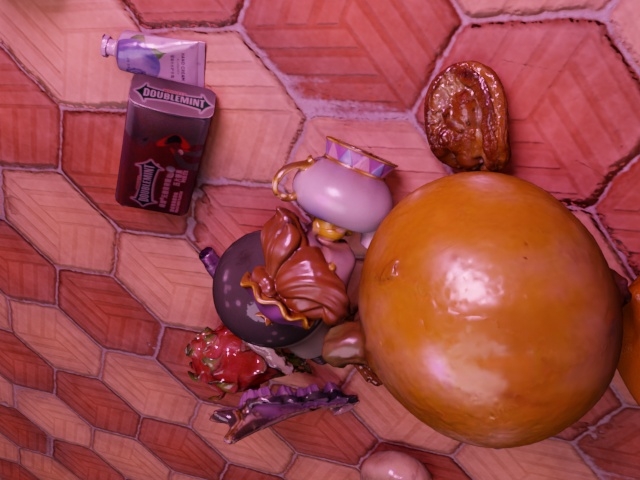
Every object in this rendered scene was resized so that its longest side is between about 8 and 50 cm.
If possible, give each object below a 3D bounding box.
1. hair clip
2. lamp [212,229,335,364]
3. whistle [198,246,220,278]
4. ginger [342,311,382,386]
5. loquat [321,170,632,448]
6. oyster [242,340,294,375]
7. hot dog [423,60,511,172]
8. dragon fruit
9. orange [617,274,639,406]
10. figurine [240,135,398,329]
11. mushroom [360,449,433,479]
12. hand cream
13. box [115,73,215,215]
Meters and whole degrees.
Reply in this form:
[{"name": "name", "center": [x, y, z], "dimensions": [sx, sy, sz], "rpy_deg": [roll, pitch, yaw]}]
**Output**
[{"name": "hair clip", "center": [-0.055, 0.308, 1.308], "dimensions": [0.292, 0.084, 0.106], "rpy_deg": [-3, 147, -30]}, {"name": "lamp", "center": [-0.049, 0.092, 1.147], "dimensions": [0.182, 0.181, 0.314], "rpy_deg": [5, 165, 25]}, {"name": "whistle", "center": [-0.159, 0.084, 1.259], "dimensions": [0.033, 0.033, 0.176], "rpy_deg": [-8, 126, 34]}, {"name": "ginger", "center": [0.094, 0.193, 1.196], "dimensions": [0.162, 0.073, 0.103], "rpy_deg": [30, 139, -2]}, {"name": "loquat", "center": [0.173, 0.085, 0.847], "dimensions": [0.360, 0.328, 0.328], "rpy_deg": [-14, 127, 7]}, {"name": "oyster", "center": [-0.096, 0.183, 1.231], "dimensions": [0.146, 0.045, 0.121], "rpy_deg": [24, 135, 38]}, {"name": "hot dog", "center": [0.177, -0.138, 0.837], "dimensions": [0.099, 0.065, 0.147], "rpy_deg": [11, 137, 28]}, {"name": "dragon fruit", "center": [-0.135, 0.228, 1.323], "dimensions": [0.236, 0.135, 0.137], "rpy_deg": [10, 149, -13]}, {"name": "orange", "center": [0.479, 0.138, 0.851], "dimensions": [0.249, 0.183, 0.248], "rpy_deg": [16, 138, 15]}, {"name": "figurine", "center": [0.000, 0.000, 0.933], "dimensions": [0.190, 0.142, 0.263], "rpy_deg": [21, 100, -20]}, {"name": "mushroom", "center": [0.149, 0.492, 1.423], "dimensions": [0.154, 0.122, 0.154], "rpy_deg": [15, 143, 12]}, {"name": "hand cream", "center": [-0.227, -0.248, 0.966], "dimensions": [0.142, 0.053, 0.084], "rpy_deg": [15, 141, 1]}, {"name": "box", "center": [-0.230, -0.132, 1.040], "dimensions": [0.120, 0.069, 0.224], "rpy_deg": [11, 142, -16]}]
